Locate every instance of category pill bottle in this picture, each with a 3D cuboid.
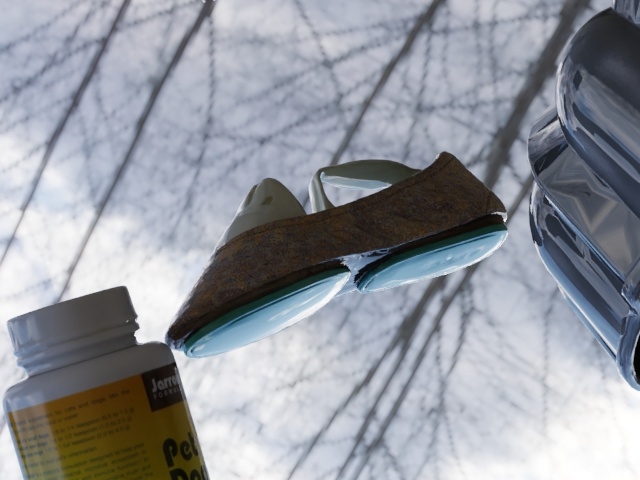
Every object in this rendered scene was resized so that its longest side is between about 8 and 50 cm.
[{"bbox_3d":[-0.137,0.143,0.993,0.117,0.117,0.215,-14,-93,-61],"label":"pill bottle"}]

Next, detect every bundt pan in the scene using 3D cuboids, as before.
[{"bbox_3d":[0.235,-0.072,0.786,0.331,0.331,0.124,3,-147,-48],"label":"bundt pan"}]

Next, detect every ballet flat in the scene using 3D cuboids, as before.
[{"bbox_3d":[0.000,0.000,1.132,0.316,0.107,0.106,-16,-112,-37],"label":"ballet flat"}]

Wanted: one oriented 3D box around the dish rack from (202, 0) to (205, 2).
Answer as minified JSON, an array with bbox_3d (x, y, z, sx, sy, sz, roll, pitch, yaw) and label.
[{"bbox_3d":[-0.129,-0.331,1.219,0.074,0.272,0.208,-9,174,1],"label":"dish rack"}]
